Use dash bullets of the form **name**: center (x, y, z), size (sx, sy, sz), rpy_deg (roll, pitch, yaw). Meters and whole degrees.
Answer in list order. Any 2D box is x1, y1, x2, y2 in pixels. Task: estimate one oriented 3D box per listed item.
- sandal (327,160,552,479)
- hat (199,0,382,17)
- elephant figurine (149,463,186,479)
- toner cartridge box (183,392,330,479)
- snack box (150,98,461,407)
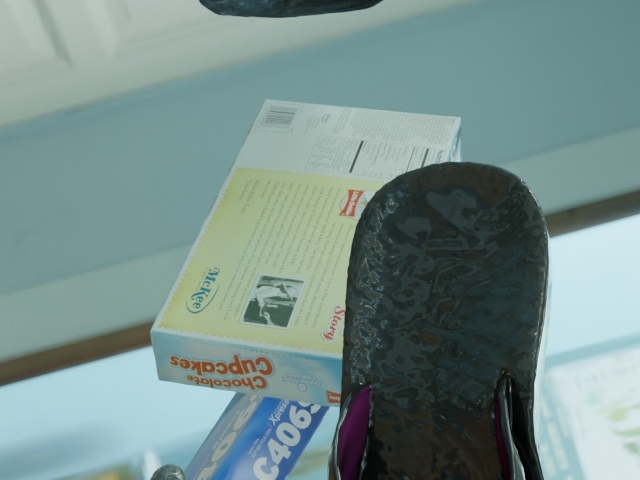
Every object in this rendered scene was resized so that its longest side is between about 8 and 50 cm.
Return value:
- **sandal**: center (0.061, 0.140, 0.793), size (0.107, 0.168, 0.445), rpy_deg (57, 28, -56)
- **hat**: center (-0.013, -0.407, 1.779), size (0.331, 0.331, 0.133), rpy_deg (70, 3, -71)
- **elephant figurine**: center (-0.201, 0.273, 1.107), size (0.186, 0.169, 0.239), rpy_deg (60, 14, -50)
- **toner cartridge box**: center (-0.123, 0.303, 1.550), size (0.075, 0.347, 0.165), rpy_deg (37, -24, -8)
- **snack box**: center (0.000, 0.000, 1.160), size (0.322, 0.187, 0.060), rpy_deg (-68, 160, -47)
